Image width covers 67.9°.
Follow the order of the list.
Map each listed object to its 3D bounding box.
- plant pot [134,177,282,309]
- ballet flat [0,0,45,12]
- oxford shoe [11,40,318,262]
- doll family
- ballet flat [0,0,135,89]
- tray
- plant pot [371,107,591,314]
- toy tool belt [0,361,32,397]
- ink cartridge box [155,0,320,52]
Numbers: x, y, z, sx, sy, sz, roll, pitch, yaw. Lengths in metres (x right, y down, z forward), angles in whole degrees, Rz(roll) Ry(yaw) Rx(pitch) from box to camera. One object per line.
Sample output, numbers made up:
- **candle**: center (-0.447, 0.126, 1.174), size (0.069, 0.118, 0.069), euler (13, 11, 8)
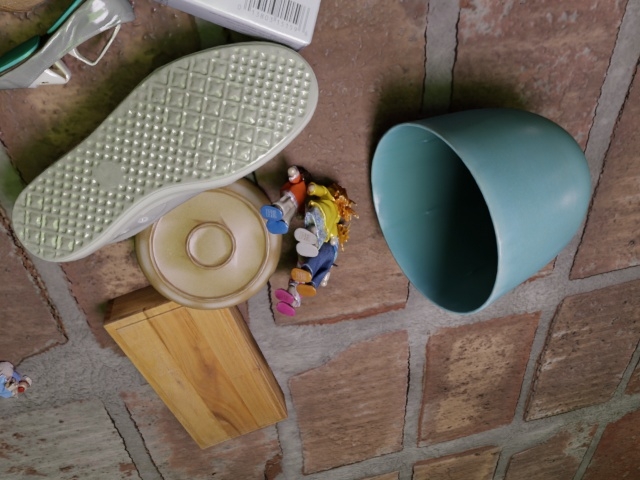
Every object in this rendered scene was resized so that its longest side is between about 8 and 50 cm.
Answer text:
- **plant pot**: center (-0.176, 0.006, 0.760), size (0.236, 0.032, 0.237), euler (-3, 105, -11)
- **ballet flat**: center (-0.348, -0.357, 0.403), size (0.123, 0.116, 0.343), euler (9, 149, 19)
- **oxford shoe**: center (-0.208, -0.120, 0.652), size (0.449, 0.130, 0.169), euler (-30, 95, 8)
- **doll family**: center (0.000, 0.000, 0.782), size (0.118, 0.163, 0.263), euler (10, 128, 17)
- **ballet flat**: center (-0.319, -0.231, 0.584), size (0.213, 0.072, 0.068), euler (-33, 132, 9)
- **tray**: center (-0.223, 0.249, 0.939), size (0.202, 0.076, 0.411), euler (-19, 127, -1)
- **plant pot**: center (0.255, -0.066, 0.728), size (0.234, 0.293, 0.293), euler (-21, 128, -18)
- **toy tool belt**: center (-0.575, 0.265, 0.869), size (0.052, 0.051, 0.083), euler (-24, 127, 2)
- **ink cartridge box**: center (-0.115, -0.383, 0.542), size (0.274, 0.060, 0.239), euler (12, 96, -22)
